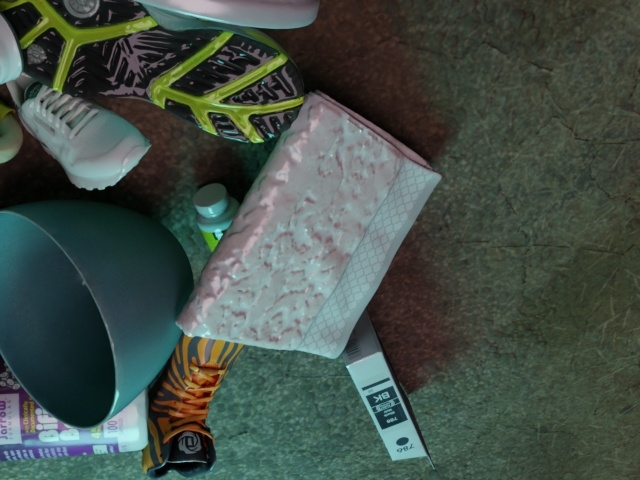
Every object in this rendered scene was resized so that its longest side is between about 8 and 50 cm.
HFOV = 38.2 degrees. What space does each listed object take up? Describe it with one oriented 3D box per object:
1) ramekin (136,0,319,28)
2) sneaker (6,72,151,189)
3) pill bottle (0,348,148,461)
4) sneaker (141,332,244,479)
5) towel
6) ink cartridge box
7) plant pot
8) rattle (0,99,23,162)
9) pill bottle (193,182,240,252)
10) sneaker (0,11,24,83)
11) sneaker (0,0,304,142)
[{"bbox_3d":[-0.119,-0.311,0.906,0.273,0.273,0.127,7,115,-23],"label":"ramekin"},{"bbox_3d":[-0.278,-0.130,1.029,0.090,0.235,0.095,-46,133,-20],"label":"sneaker"},{"bbox_3d":[-0.400,0.224,1.315,0.301,0.169,0.169,-3,130,-9],"label":"pill bottle"},{"bbox_3d":[-0.182,0.241,1.394,0.124,0.180,0.321,13,124,-26],"label":"sneaker"},{"bbox_3d":[0.000,0.000,1.209,0.317,0.053,0.332,21,102,-52],"label":"towel"},{"bbox_3d":[0.095,0.230,1.482,0.065,0.165,0.333,-24,131,3],"label":"ink cartridge box"},{"bbox_3d":[-0.279,0.066,1.187,0.195,0.290,0.290,-29,144,-43],"label":"plant pot"},{"bbox_3d":[-0.420,-0.086,1.031,0.142,0.200,0.130,-37,126,18],"label":"rattle"},{"bbox_3d":[-0.132,-0.020,1.268,0.065,0.065,0.116,-21,131,1],"label":"pill bottle"},{"bbox_3d":[-0.457,-0.187,0.939,0.297,0.129,0.111,2,125,19],"label":"sneaker"},{"bbox_3d":[-0.204,-0.221,1.030,0.384,0.147,0.145,25,108,-10],"label":"sneaker"}]
